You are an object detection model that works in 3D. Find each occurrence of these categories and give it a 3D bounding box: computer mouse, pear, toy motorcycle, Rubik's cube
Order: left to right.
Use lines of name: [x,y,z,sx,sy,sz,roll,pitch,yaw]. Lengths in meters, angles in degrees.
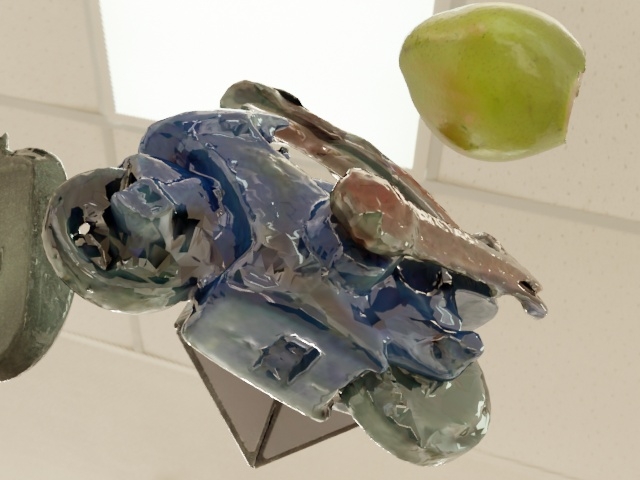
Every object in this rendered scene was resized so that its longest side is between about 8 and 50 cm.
computer mouse: [-0.267,0.014,0.613,0.113,0.229,0.068,-14,-20,23]
Rubik's cube: [-0.042,0.145,1.045,0.259,0.260,0.254,-26,-77,3]
toy motorcycle: [-0.013,0.016,0.488,0.319,0.241,0.182,31,-75,-12]
pear: [0.197,-0.190,0.812,0.220,0.187,0.187,15,-53,21]
